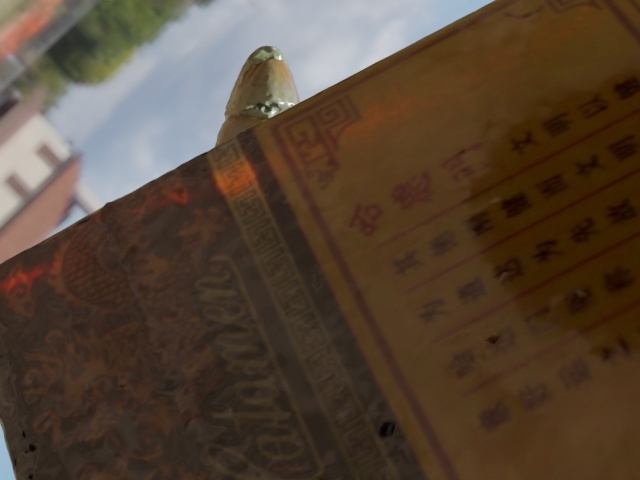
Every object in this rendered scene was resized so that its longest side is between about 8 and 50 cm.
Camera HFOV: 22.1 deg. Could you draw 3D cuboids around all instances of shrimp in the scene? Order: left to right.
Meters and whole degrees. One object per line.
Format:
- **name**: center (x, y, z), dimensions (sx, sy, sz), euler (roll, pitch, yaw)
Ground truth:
- **shrimp**: center (-0.049, 0.015, 0.994), dimensions (0.145, 0.061, 0.267), euler (138, -45, -70)

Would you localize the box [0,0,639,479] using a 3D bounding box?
- **box**: center (0.100, 0.032, 0.555), dimensions (0.415, 0.116, 0.264), euler (-29, -134, 1)
